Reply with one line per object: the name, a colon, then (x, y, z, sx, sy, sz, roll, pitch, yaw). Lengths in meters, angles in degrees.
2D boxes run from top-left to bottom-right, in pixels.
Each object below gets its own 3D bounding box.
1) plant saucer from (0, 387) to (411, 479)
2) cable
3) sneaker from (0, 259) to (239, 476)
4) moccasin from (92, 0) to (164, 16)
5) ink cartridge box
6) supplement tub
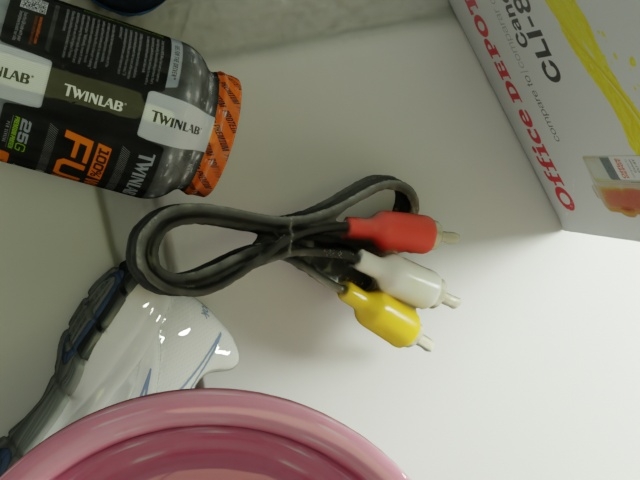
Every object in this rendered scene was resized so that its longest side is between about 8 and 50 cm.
plant saucer: (-0.072, 0.255, 0.537, 0.332, 0.084, 0.332, 0, 88, -8)
cable: (0.000, 0.000, 0.655, 0.287, 0.072, 0.140, 15, 85, -40)
sneaker: (-0.165, 0.161, 0.621, 0.129, 0.111, 0.297, 36, 82, -24)
moccasin: (-0.092, -0.330, 0.604, 0.137, 0.117, 0.342, 21, 87, -20)
ink cartridge box: (0.281, -0.141, 0.616, 0.160, 0.384, 0.279, -33, 104, -12)
supplement tub: (-0.158, -0.097, 0.597, 0.190, 0.117, 0.117, 15, 89, -20)
